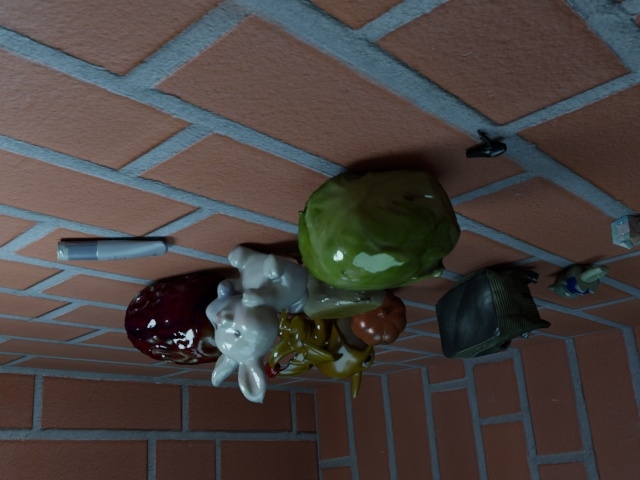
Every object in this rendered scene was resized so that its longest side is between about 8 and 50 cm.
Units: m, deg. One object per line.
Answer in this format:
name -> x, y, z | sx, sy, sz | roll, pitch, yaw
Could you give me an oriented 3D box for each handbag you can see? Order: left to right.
handbag -> 0.536, 0.229, 2.195 | 0.240, 0.248, 0.341 | 3, 153, -24

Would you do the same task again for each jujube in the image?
jujube -> -0.377, 0.225, 1.994 | 0.376, 0.259, 0.258 | -12, 160, 36

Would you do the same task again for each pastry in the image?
pastry -> 0.067, 0.146, 2.032 | 0.264, 0.133, 0.265 | -5, 162, -2

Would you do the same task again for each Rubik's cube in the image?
Rubik's cube -> 0.795, -0.017, 1.804 | 0.073, 0.084, 0.075 | 8, 174, -19

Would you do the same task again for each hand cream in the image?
hand cream -> -0.498, 0.023, 1.697 | 0.255, 0.048, 0.079 | -2, 166, -13

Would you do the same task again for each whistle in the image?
whistle -> 0.807, 0.128, 2.197 | 0.110, 0.092, 0.244 | 7, 160, -17

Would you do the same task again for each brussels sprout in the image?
brussels sprout -> 0.108, -0.017, 1.431 | 0.327, 0.247, 0.328 | -17, 170, -3

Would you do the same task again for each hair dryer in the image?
hair dryer -> 0.300, -0.183, 1.321 | 0.079, 0.031, 0.083 | -7, 149, 35

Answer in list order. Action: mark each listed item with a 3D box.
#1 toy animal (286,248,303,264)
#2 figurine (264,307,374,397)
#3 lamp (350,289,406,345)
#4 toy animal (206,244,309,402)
toy animal -> 0.009, 0.001, 1.732 | 0.149, 0.054, 0.275 | 3, 161, -14
figurine -> -0.010, 0.373, 2.472 | 0.386, 0.268, 0.401 | 19, 142, -21
lamp -> 0.187, 0.245, 2.266 | 0.187, 0.188, 0.164 | -2, 164, -7
toy animal -> -0.160, 0.207, 1.780 | 0.196, 0.368, 0.241 | 9, 159, 44
